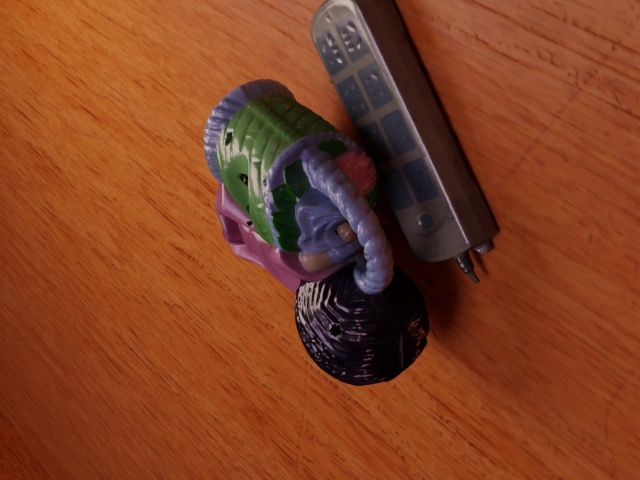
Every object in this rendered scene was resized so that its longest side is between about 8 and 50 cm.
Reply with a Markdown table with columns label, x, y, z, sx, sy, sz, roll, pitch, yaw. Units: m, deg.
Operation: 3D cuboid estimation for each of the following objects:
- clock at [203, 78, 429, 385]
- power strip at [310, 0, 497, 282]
| label | x | y | z | sx | sy | sz | roll | pitch | yaw |
| --- | --- | --- | --- | --- | --- | --- | --- | --- | --- |
| clock | 0.000 | 0.000 | 0.839 | 0.195 | 0.100 | 0.194 | 50 | 161 | 32 |
| power strip | 0.056 | -0.071 | 0.784 | 0.226 | 0.029 | 0.080 | 64 | 153 | -2 |
